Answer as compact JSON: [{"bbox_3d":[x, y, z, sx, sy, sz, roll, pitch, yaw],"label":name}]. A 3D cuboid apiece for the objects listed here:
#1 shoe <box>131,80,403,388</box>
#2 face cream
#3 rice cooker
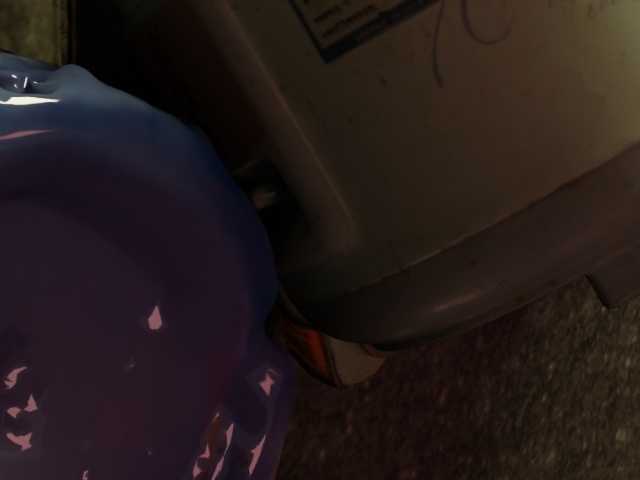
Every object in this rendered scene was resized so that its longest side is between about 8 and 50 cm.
[{"bbox_3d":[0.000,0.000,0.832,0.336,0.132,0.171,-8,116,-54],"label":"shoe"},{"bbox_3d":[-0.161,0.045,0.524,0.249,0.225,0.249,-22,120,-45],"label":"face cream"},{"bbox_3d":[0.041,-0.123,0.580,0.264,0.316,0.317,-32,127,-20],"label":"rice cooker"}]
